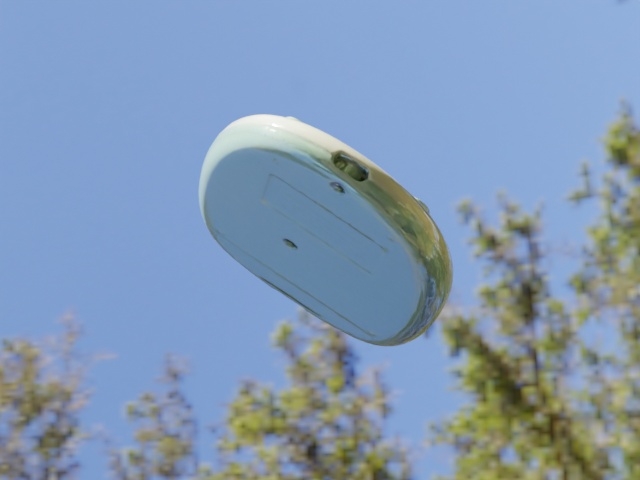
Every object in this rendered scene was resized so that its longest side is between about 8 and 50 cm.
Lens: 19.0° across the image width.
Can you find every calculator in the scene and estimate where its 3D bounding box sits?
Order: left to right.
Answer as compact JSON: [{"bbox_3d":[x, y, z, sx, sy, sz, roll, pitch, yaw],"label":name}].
[{"bbox_3d":[0.000,0.000,0.650,0.095,0.153,0.021,34,-110,3],"label":"calculator"}]
